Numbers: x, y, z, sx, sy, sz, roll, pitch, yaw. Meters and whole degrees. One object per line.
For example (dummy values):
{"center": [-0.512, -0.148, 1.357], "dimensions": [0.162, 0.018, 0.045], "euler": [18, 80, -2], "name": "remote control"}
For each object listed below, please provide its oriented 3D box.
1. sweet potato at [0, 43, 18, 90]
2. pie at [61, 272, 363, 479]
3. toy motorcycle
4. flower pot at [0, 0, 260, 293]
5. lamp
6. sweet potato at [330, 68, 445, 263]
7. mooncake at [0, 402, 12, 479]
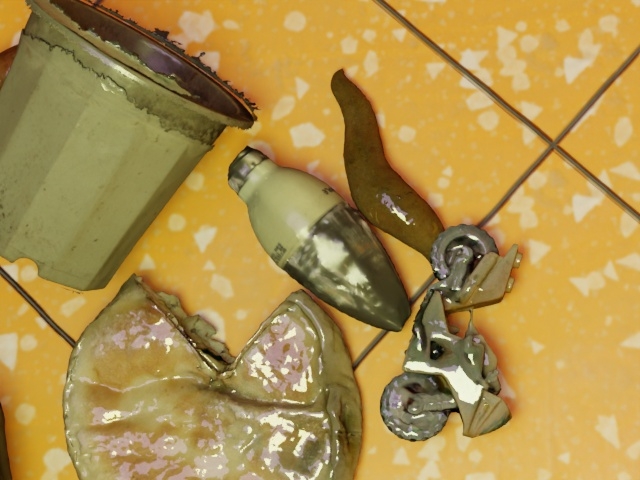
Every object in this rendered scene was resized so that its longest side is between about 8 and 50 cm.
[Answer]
{"center": [-0.367, -0.147, 1.754], "dimensions": [0.252, 0.097, 0.097], "euler": [-37, 74, 5], "name": "sweet potato"}
{"center": [-0.117, 0.192, 1.646], "dimensions": [0.337, 0.075, 0.337], "euler": [-1, 84, 12], "name": "pie"}
{"center": [0.148, 0.101, 1.596], "dimensions": [0.130, 0.094, 0.229], "euler": [17, 78, 11], "name": "toy motorcycle"}
{"center": [-0.243, -0.104, 1.649], "dimensions": [0.290, 0.290, 0.259], "euler": [35, 103, 16], "name": "flower pot"}
{"center": [0.000, 0.000, 1.644], "dimensions": [0.250, 0.101, 0.101], "euler": [43, 91, 7], "name": "lamp"}
{"center": [0.057, -0.071, 1.666], "dimensions": [0.069, 0.059, 0.249], "euler": [-25, 71, -14], "name": "sweet potato"}
{"center": [-0.458, 0.229, 1.607], "dimensions": [0.290, 0.290, 0.161], "euler": [-10, 74, 10], "name": "mooncake"}
